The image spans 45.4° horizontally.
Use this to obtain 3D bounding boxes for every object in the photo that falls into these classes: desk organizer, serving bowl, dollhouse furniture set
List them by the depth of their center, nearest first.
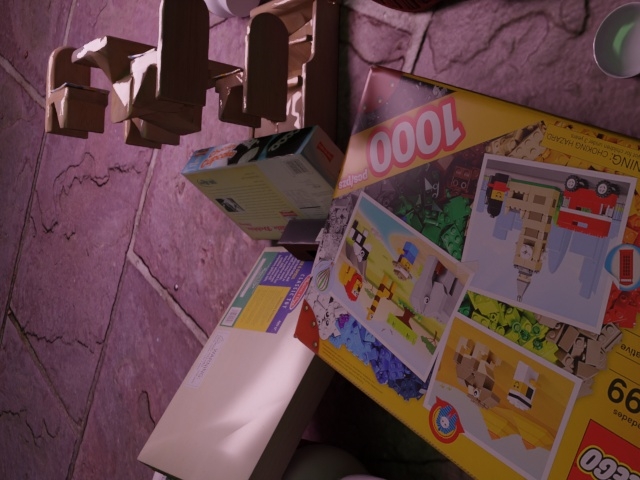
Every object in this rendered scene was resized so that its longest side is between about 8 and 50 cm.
[{"bbox_3d":[0.347,-0.219,0.846,0.083,0.027,0.083,-4,85,50],"label":"serving bowl"},{"bbox_3d":[0.000,0.000,1.153,0.130,0.050,0.047,0,56,49],"label":"desk organizer"},{"bbox_3d":[-0.168,-0.286,1.177,0.362,0.394,0.257,-2,85,50],"label":"dollhouse furniture set"}]

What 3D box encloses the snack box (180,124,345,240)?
[{"bbox_3d":[-0.063,-0.079,1.201,0.322,0.187,0.060,-1,51,49],"label":"snack box"}]

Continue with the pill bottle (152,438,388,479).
[{"bbox_3d":[-0.061,0.404,1.127,0.407,0.229,0.229,-5,83,49],"label":"pill bottle"}]

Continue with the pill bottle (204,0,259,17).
[{"bbox_3d":[-0.190,-0.480,1.443,0.184,0.103,0.103,39,116,44],"label":"pill bottle"}]

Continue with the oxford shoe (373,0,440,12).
[{"bbox_3d":[0.150,-0.404,1.055,0.348,0.123,0.130,20,76,50],"label":"oxford shoe"}]

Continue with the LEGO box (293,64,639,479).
[{"bbox_3d":[0.227,0.050,0.840,0.500,0.193,0.373,30,110,47],"label":"LEGO box"}]

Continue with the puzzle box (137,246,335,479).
[{"bbox_3d":[-0.085,0.182,1.142,0.272,0.052,0.409,-1,52,50],"label":"puzzle box"}]
